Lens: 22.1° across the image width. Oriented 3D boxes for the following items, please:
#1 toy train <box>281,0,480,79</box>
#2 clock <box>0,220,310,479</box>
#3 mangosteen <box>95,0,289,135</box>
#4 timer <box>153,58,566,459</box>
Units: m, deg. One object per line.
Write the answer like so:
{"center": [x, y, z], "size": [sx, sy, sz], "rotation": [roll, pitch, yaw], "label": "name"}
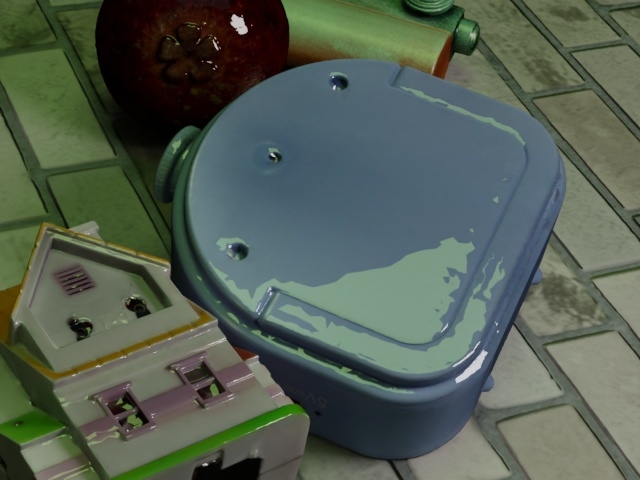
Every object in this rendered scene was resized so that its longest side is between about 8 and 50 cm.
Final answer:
{"center": [0.041, -0.252, 1.959], "size": [0.285, 0.116, 0.177], "rotation": [18, 52, 11], "label": "toy train"}
{"center": [-0.193, 0.122, 1.416], "size": [0.235, 0.166, 0.309], "rotation": [-20, 54, -30], "label": "clock"}
{"center": [-0.143, -0.231, 1.833], "size": [0.215, 0.215, 0.257], "rotation": [4, 20, -6], "label": "mangosteen"}
{"center": [0.020, 0.000, 1.573], "size": [0.395, 0.173, 0.395], "rotation": [2, 55, -4], "label": "timer"}
